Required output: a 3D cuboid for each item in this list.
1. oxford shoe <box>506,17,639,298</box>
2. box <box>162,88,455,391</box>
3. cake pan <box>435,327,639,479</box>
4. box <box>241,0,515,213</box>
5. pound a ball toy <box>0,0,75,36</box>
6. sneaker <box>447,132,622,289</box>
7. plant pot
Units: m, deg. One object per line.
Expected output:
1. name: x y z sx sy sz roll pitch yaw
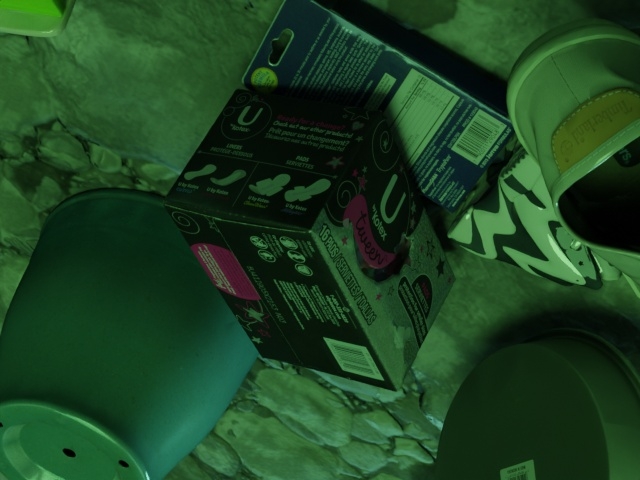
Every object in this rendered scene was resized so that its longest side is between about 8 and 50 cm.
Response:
1. oxford shoe: 0.304 -0.004 1.281 0.169 0.130 0.449 -37 131 19
2. box: 0.000 0.000 1.450 0.163 0.142 0.247 11 149 31
3. cake pan: 0.206 0.226 1.530 0.054 0.293 0.293 8 150 -33
4. box: 0.053 -0.127 1.404 0.225 0.036 0.136 30 139 -3
5. pound a ball toy: -0.358 -0.264 1.415 0.319 0.135 0.208 10 163 16
6. sneaker: 0.223 -0.035 1.384 0.153 0.094 0.235 28 140 -6
7. plant pot: -0.215 0.131 1.647 0.272 0.255 0.271 14 139 13
